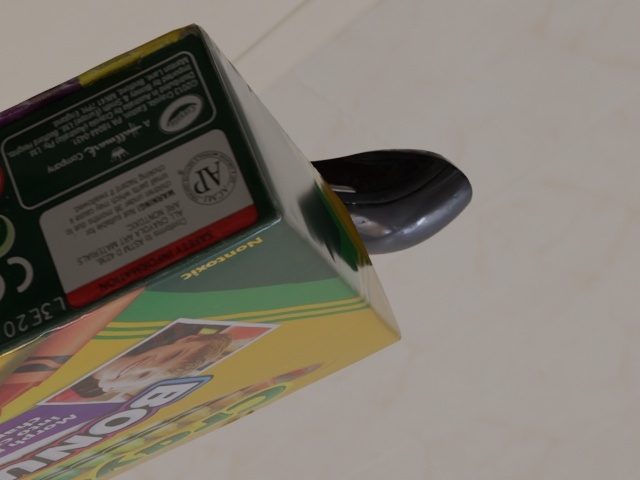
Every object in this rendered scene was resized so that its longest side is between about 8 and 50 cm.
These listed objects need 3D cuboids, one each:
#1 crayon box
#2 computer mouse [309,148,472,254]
[{"bbox_3d":[-0.160,0.063,0.722,0.106,0.363,0.313,66,-174,18],"label":"crayon box"},{"bbox_3d":[0.000,0.000,1.181,0.184,0.262,0.060,69,-155,-54],"label":"computer mouse"}]
